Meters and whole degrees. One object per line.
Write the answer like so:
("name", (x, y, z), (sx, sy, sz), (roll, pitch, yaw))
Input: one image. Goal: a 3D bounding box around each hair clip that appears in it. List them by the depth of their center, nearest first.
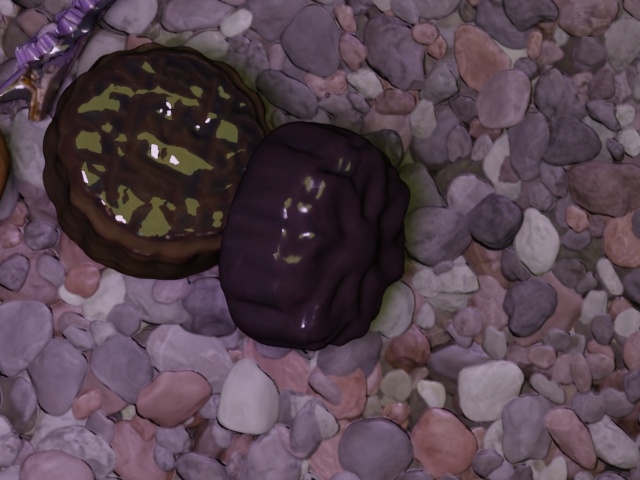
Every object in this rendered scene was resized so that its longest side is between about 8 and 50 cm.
("hair clip", (-0.299, -0.272, 1.947), (0.084, 0.106, 0.292), (43, 75, -18))

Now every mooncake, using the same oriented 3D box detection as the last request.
("mooncake", (0.000, 0.000, 1.874), (0.141, 0.283, 0.283), (11, 72, 30))
("mooncake", (-0.196, -0.103, 1.905), (0.290, 0.161, 0.290), (3, 78, -16))

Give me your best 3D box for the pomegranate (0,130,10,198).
("pomegranate", (-0.466, -0.088, 1.810), (0.207, 0.207, 0.207), (3, 78, -14))
